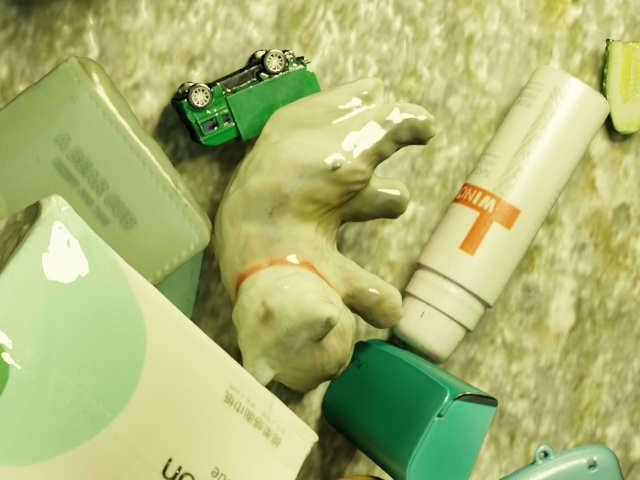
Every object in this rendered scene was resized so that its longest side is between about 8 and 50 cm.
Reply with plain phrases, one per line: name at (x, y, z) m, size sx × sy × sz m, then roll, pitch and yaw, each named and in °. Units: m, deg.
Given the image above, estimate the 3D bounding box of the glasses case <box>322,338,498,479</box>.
glasses case at (0.079, 0.173, 1.324) m, size 0.070 × 0.301 × 0.117 m, roll 23°, pitch 88°, yaw -14°

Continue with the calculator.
calculator at (0.297, 0.373, 1.528) m, size 0.173 × 0.051 × 0.293 m, roll -20°, pitch 99°, yaw -11°

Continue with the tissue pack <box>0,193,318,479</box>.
tissue pack at (-0.213, 0.172, 1.172) m, size 0.356 × 0.194 × 0.266 m, roll 44°, pitch 60°, yaw -22°

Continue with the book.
book at (-0.195, 0.029, 1.385) m, size 0.135 × 0.017 × 0.103 m, roll 10°, pitch 93°, yaw -13°

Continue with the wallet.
wallet at (-0.299, 0.013, 1.308) m, size 0.360 × 0.083 × 0.252 m, roll -37°, pitch 105°, yaw 3°

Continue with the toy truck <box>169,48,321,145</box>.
toy truck at (-0.079, -0.150, 1.376) m, size 0.147 × 0.065 × 0.079 m, roll -24°, pitch 104°, yaw -13°

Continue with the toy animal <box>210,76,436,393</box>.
toy animal at (0.000, 0.000, 1.315) m, size 0.308 × 0.188 × 0.266 m, roll -35°, pitch 91°, yaw 18°

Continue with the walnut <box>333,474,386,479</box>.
walnut at (0.019, 0.415, 1.300) m, size 0.354 × 0.398 × 0.308 m, roll -18°, pitch 61°, yaw -26°

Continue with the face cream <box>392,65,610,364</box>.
face cream at (0.191, -0.024, 1.440) m, size 0.102 × 0.102 × 0.345 m, roll 33°, pitch 85°, yaw -15°

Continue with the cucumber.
cucumber at (0.346, -0.177, 1.500) m, size 0.067 × 0.035 × 0.107 m, roll -2°, pitch 101°, yaw -25°
